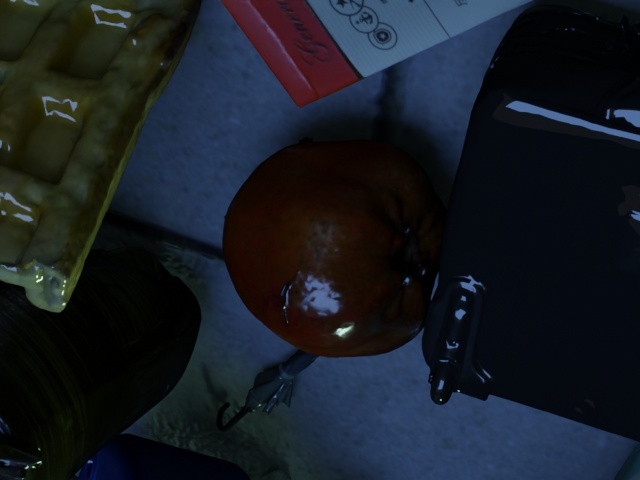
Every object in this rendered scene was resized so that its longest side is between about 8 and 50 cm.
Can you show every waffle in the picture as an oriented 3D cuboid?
[{"bbox_3d":[-0.298,-0.116,1.470,0.348,0.304,0.077,15,152,12],"label":"waffle"}]

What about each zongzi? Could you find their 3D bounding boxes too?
[{"bbox_3d":[-0.348,0.049,1.574,0.432,0.403,0.208,36,124,9],"label":"zongzi"}]

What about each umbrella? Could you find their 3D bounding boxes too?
[{"bbox_3d":[-0.017,0.117,1.682,0.044,0.044,0.269,18,139,-32],"label":"umbrella"}]

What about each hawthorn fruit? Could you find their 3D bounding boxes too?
[{"bbox_3d":[0.000,0.000,1.498,0.202,0.185,0.185,17,134,39],"label":"hawthorn fruit"}]

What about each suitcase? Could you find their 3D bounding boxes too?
[{"bbox_3d":[0.264,0.004,1.377,0.345,0.188,0.339,19,132,12],"label":"suitcase"}]

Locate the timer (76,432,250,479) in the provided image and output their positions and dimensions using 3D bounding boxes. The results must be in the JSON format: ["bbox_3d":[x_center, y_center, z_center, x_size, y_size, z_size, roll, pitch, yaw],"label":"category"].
[{"bbox_3d":[-0.036,0.333,1.700,0.384,0.270,0.270,10,135,-20],"label":"timer"}]

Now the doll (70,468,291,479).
[{"bbox_3d":[-0.209,0.330,1.860,0.423,0.161,0.348,19,114,-1],"label":"doll"}]

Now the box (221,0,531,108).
[{"bbox_3d":[0.042,-0.202,1.415,0.245,0.035,0.139,-23,114,35],"label":"box"}]

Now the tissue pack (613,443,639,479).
[{"bbox_3d":[0.269,0.371,1.546,0.194,0.356,0.266,25,132,8],"label":"tissue pack"}]
